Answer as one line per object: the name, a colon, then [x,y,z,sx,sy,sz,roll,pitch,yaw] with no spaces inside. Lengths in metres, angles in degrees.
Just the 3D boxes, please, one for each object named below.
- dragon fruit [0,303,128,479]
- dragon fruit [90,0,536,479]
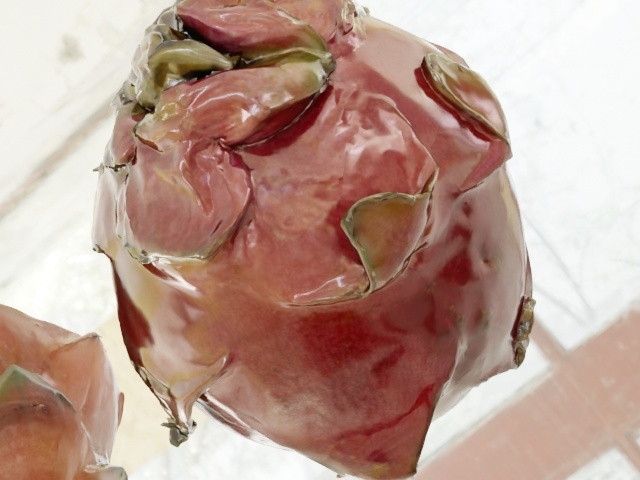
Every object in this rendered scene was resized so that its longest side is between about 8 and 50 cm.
dragon fruit: [-0.281,0.180,0.837,0.291,0.189,0.290,-2,-33,-1]
dragon fruit: [0.000,0.003,0.598,0.250,0.250,0.315,-35,-40,-36]
